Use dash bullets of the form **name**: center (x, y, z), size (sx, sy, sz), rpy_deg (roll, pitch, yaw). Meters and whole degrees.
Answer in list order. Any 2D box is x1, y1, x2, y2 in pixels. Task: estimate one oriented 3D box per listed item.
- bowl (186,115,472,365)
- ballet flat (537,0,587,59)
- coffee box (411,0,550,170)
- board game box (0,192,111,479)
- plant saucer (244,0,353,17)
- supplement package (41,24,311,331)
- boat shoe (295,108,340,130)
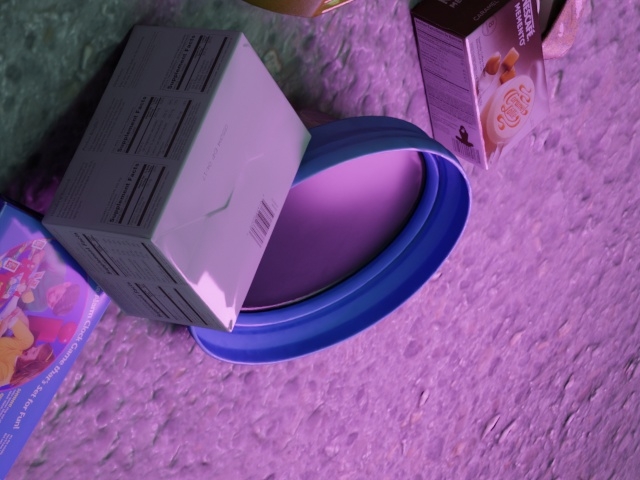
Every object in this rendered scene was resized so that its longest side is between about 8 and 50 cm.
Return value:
- **bowl**: center (0.000, 0.000, 2.250), size (0.391, 0.077, 0.391), rpy_deg (-22, 147, -15)
- **ballet flat**: center (0.328, -0.386, 2.472), size (0.106, 0.107, 0.316), rpy_deg (-9, 121, -40)
- **coffee box**: center (0.217, -0.235, 2.443), size (0.141, 0.098, 0.246), rpy_deg (-42, 142, -24)
- **board game box**: center (-0.379, 0.127, 1.976), size (0.347, 0.078, 0.233), rpy_deg (-59, 146, -1)
- **plant saucer**: center (0.099, -0.362, 2.012), size (0.333, 0.081, 0.333), rpy_deg (-26, 171, -25)
- **supplement package**: center (-0.150, -0.067, 1.988), size (0.204, 0.145, 0.262), rpy_deg (55, 50, -51)
- **boat shoe**: center (0.045, -0.090, 2.331), size (0.302, 0.109, 0.094), rpy_deg (18, 102, -58)
